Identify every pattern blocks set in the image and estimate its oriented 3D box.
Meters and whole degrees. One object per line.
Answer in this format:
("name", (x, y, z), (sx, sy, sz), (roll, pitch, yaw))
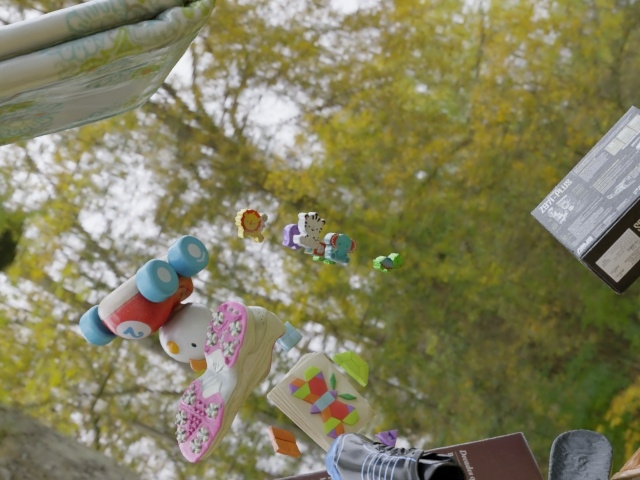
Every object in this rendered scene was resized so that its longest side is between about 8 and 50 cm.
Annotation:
("pattern blocks set", (0.006, 0.311, 1.985), (0.285, 0.325, 0.026), (-55, 1, -43))

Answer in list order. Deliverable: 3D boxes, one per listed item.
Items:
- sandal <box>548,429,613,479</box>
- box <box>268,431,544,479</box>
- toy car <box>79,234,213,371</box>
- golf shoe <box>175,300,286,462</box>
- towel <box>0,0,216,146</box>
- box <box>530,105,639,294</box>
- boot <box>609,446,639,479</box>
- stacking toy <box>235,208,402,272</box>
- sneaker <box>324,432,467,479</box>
("sandal", (0.510, 0.523, 2.071), (0.445, 0.168, 0.107), (-73, -26, -56))
("box", (0.070, 0.358, 1.232), (0.191, 0.382, 0.143), (101, 158, -49))
("toy car", (-0.270, 0.156, 1.905), (0.219, 0.238, 0.210), (-36, 4, 34))
("golf shoe", (-0.151, 0.253, 1.809), (0.140, 0.115, 0.306), (7, -68, -46))
("towel", (-0.339, -0.204, 1.324), (0.375, 0.090, 0.320), (-24, 2, -26))
("box", (0.356, -0.049, 1.207), (0.180, 0.077, 0.147), (-48, 24, 9))
("boot", (0.450, 0.213, 1.239), (0.220, 0.109, 0.283), (-49, -27, -25))
("stacking toy", (0.000, 0.000, 1.611), (0.221, 0.167, 0.052), (18, -97, -37))
("sneaker", (0.085, 0.228, 0.982), (0.081, 0.232, 0.090), (16, -79, -32))
